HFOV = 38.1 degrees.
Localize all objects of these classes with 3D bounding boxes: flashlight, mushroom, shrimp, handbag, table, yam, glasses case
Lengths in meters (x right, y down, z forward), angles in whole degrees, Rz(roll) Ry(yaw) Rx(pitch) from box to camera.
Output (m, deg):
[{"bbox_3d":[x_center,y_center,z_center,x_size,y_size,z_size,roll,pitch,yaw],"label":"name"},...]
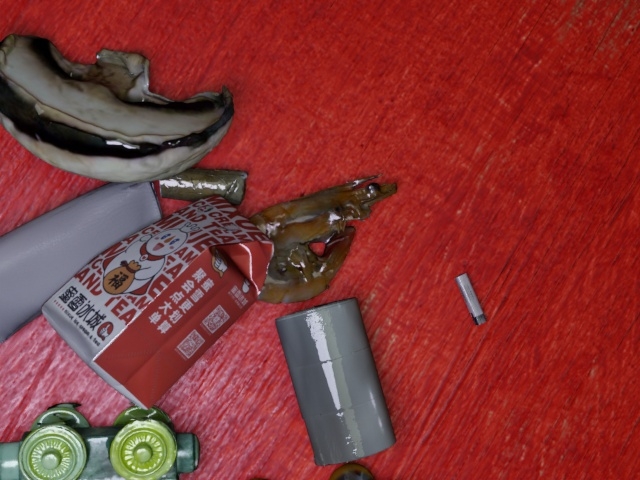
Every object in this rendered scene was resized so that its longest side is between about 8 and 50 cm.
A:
[{"bbox_3d":[0.236,0.093,1.451,0.018,0.018,0.083,-23,89,-12],"label":"flashlight"},{"bbox_3d":[-0.300,-0.181,1.311,0.345,0.130,0.247,11,39,-9],"label":"mushroom"},{"bbox_3d":[0.000,0.000,1.394,0.287,0.063,0.152,-23,91,-9],"label":"shrimp"},{"bbox_3d":[-0.213,0.060,1.274,0.298,0.171,0.151,-47,136,-12],"label":"handbag"},{"bbox_3d":[0.022,0.202,1.346,0.126,0.126,0.219,-15,87,-12],"label":"table"},{"bbox_3d":[-0.174,-0.082,1.374,0.133,0.054,0.054,4,84,-10],"label":"yam"},{"bbox_3d":[-0.362,0.019,1.307,0.308,0.083,0.128,-31,110,-25],"label":"glasses case"}]

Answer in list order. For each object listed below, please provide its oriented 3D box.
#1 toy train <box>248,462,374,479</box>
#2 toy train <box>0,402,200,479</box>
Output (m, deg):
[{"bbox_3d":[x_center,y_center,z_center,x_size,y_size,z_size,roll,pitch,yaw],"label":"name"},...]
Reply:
[{"bbox_3d":[0.013,0.453,1.308,0.369,0.163,0.231,-5,94,-11],"label":"toy train"},{"bbox_3d":[-0.300,0.323,1.260,0.272,0.159,0.188,-1,91,-11],"label":"toy train"}]
